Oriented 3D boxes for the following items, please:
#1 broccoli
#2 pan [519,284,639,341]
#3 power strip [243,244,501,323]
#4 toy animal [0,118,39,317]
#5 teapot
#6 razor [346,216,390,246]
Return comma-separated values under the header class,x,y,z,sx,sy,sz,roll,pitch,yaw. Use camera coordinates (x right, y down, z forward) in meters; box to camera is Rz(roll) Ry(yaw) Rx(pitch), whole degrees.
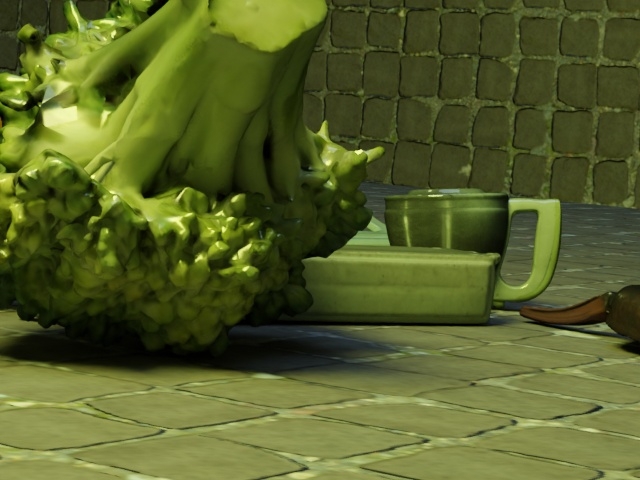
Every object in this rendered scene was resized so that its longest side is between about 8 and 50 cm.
class,x,y,z,sx,sy,sz,roll,pitch,yaw
broccoli,-0.086,-0.069,1.012,0.263,0.247,0.243,-2,-29,-29
pan,0.213,0.049,1.228,0.115,0.040,0.212,7,2,-37
power strip,0.000,0.027,1.240,0.272,0.052,0.078,3,4,-27
toy animal,-0.216,-0.018,1.157,0.182,0.131,0.127,20,45,18
teapot,0.109,0.006,1.371,0.124,0.090,0.092,0,2,30
razor,0.000,-0.011,1.713,0.111,0.056,0.278,1,5,-20
